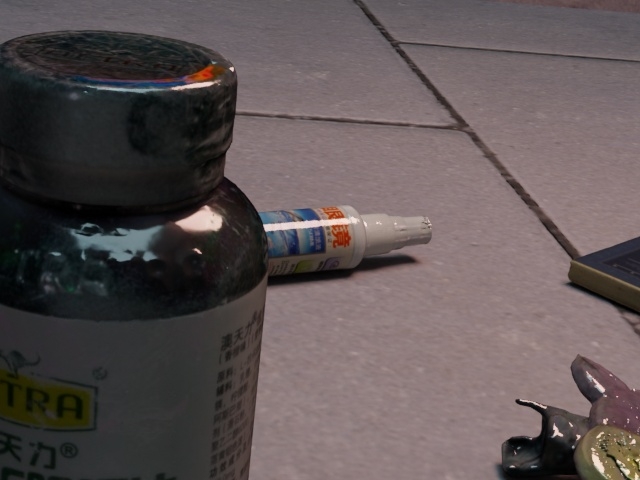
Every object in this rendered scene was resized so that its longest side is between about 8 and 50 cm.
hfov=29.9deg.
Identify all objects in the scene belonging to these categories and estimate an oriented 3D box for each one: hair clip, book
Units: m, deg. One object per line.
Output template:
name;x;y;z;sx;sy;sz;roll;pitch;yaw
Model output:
hair clip;0.209;0.141;0.752;0.187;0.056;0.146;13;29;8
book;0.383;0.033;1.112;0.269;0.025;0.191;-14;30;-43

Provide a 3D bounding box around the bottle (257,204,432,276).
bottle;0.000;0.000;1.045;0.217;0.060;0.060;-4;24;-28

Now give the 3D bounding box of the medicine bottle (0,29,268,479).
medicine bottle;-0.098;0.059;0.540;0.141;0.293;0.141;6;21;-2
